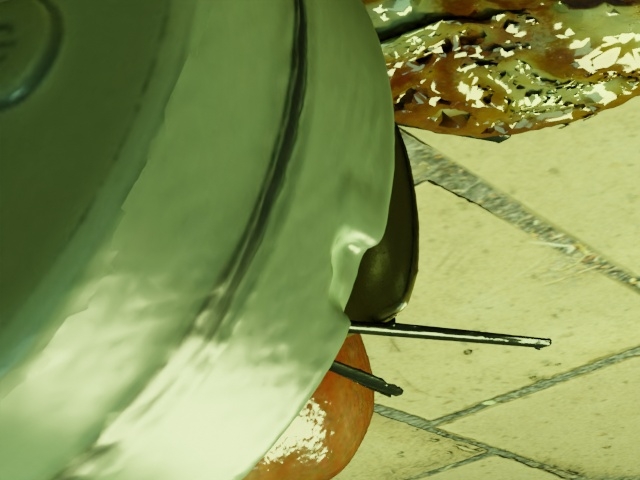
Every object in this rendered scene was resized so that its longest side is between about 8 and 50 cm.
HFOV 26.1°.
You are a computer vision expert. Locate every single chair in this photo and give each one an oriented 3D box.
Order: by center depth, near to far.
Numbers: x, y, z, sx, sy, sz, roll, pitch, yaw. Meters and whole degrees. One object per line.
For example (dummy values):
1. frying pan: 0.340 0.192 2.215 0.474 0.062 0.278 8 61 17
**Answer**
1. chair: 0.000 0.000 0.885 0.172 0.159 0.247 -26 150 36

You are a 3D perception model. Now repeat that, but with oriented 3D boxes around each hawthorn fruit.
1. hawthorn fruit: -0.059 0.091 1.047 0.199 0.199 0.251 -9 141 0

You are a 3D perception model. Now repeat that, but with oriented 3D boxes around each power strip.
1. power strip: -0.160 -0.038 0.563 0.357 0.357 0.161 -20 151 22

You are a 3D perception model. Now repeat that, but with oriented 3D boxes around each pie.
1. pie: 0.093 -0.145 0.698 0.308 0.085 0.308 -3 156 -1
